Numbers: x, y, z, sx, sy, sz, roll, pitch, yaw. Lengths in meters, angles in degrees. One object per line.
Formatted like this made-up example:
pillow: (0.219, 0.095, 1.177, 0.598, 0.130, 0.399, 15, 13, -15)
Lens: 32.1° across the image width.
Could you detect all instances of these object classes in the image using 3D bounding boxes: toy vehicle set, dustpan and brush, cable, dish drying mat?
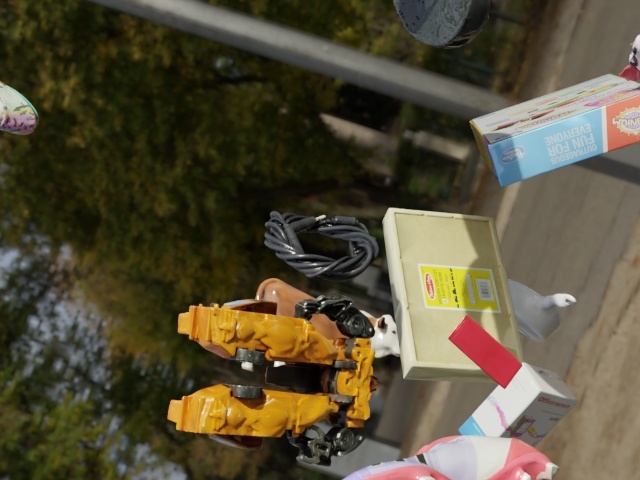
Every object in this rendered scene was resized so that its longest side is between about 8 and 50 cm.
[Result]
toy vehicle set: (0.184, 0.074, 1.558, 0.035, 0.166, 0.267, 112, 158, -50)
dustpan and brush: (0.326, 0.100, 1.687, 0.060, 0.147, 0.211, -51, 10, -6)
cable: (0.000, 0.000, 1.438, 0.184, 0.150, 0.047, -77, 4, -69)
dish drying mat: (0.164, 0.111, 1.104, 0.032, 0.083, 0.008, -52, 19, -10)

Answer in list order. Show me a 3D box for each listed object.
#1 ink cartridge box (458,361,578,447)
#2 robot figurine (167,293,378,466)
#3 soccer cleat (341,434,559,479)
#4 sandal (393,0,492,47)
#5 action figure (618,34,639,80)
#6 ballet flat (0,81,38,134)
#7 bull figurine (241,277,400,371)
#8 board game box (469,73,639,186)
ink cartridge box: (0.247, 0.217, 1.383, 0.122, 0.088, 0.052, -53, 46, 19)
robot figurine: (-0.042, 0.161, 1.330, 0.291, 0.085, 0.211, 13, -99, -46)
soccer cleat: (0.090, 0.203, 0.908, 0.095, 0.248, 0.083, 18, 105, 49)
sandal: (0.057, -0.359, 1.087, 0.167, 0.107, 0.446, 116, 146, -51)
action figure: (0.540, -0.220, 1.397, 0.370, 0.275, 0.248, 30, 121, 53)
ballet flat: (-0.549, -0.235, 1.758, 0.077, 0.221, 0.079, -57, -13, 27)
bull figurine: (0.004, 0.183, 1.997, 0.101, 0.310, 0.188, -17, 52, 62)
board game box: (0.356, -0.171, 1.650, 0.316, 0.242, 0.064, -74, -35, -77)
